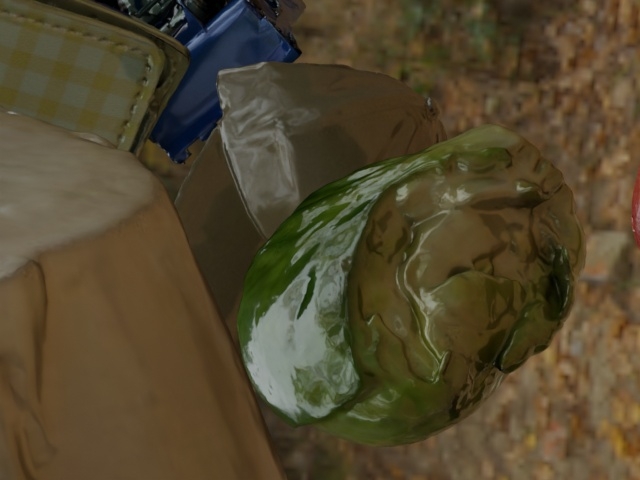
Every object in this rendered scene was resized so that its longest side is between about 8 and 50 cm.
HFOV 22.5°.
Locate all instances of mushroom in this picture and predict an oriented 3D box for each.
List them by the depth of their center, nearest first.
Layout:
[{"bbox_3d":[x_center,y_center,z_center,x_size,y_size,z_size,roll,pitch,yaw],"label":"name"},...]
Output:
[{"bbox_3d":[-0.052,0.141,0.406,0.154,0.137,0.407,-12,99,44],"label":"mushroom"}]

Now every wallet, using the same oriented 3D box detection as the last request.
[{"bbox_3d":[-0.230,-0.030,0.957,0.309,0.223,0.077,-58,21,34],"label":"wallet"}]

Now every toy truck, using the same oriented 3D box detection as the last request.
[{"bbox_3d":[-0.097,-0.157,1.027,0.208,0.113,0.126,54,-163,14],"label":"toy truck"}]

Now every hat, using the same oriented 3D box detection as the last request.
[{"bbox_3d":[0.000,0.000,0.946,0.166,0.144,0.173,33,-127,-52],"label":"hat"}]

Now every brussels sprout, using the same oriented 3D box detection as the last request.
[{"bbox_3d":[0.041,0.026,0.804,0.183,0.131,0.145,-45,6,-34],"label":"brussels sprout"}]

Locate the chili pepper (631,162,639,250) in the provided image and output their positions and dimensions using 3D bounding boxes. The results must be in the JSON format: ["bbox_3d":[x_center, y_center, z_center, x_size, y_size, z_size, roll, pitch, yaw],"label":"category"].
[{"bbox_3d":[0.292,-0.022,1.318,0.169,0.088,0.065,94,-178,-60],"label":"chili pepper"}]
